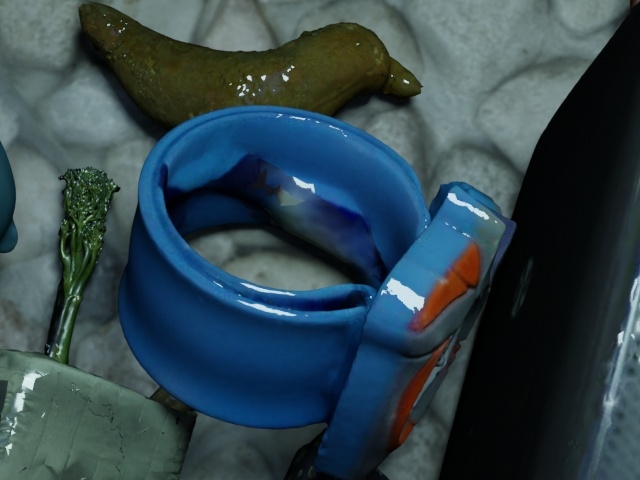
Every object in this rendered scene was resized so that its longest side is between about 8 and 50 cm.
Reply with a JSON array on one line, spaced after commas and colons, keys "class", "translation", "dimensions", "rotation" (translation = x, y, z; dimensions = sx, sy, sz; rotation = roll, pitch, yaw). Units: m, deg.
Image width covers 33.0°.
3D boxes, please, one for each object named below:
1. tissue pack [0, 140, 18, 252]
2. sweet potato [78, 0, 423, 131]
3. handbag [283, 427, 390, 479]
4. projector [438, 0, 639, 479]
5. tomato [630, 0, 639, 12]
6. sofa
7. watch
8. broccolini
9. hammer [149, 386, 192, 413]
[{"class": "tissue pack", "translation": [-0.387, -0.019, 0.844], "dimensions": [0.287, 0.206, 0.198], "rotation": [-43, 44, -12]}, {"class": "sweet potato", "translation": [-0.063, -0.138, 0.943], "dimensions": [0.310, 0.098, 0.124], "rotation": [4, 57, 0]}, {"class": "handbag", "translation": [0.025, 0.237, 0.881], "dimensions": [0.139, 0.072, 0.115], "rotation": [33, 57, -12]}, {"class": "projector", "translation": [0.256, 0.066, 0.761], "dimensions": [0.242, 0.395, 0.405], "rotation": [17, 77, 3]}, {"class": "tomato", "translation": [0.372, -0.202, 0.945], "dimensions": [0.187, 0.151, 0.187], "rotation": [-9, 37, 7]}, {"class": "sofa", "translation": [-0.244, 0.195, 0.835], "dimensions": [0.225, 0.176, 0.210], "rotation": [-5, 63, 38]}, {"class": "watch", "translation": [0.000, 0.000, 0.855], "dimensions": [0.274, 0.241, 0.305], "rotation": [26, 40, 9]}, {"class": "broccolini", "translation": [-0.211, 0.052, 0.921], "dimensions": [0.054, 0.051, 0.239], "rotation": [7, 80, -11]}, {"class": "hammer", "translation": [-0.184, 0.200, 0.897], "dimensions": [0.111, 0.043, 0.365], "rotation": [44, 82, 5]}]
